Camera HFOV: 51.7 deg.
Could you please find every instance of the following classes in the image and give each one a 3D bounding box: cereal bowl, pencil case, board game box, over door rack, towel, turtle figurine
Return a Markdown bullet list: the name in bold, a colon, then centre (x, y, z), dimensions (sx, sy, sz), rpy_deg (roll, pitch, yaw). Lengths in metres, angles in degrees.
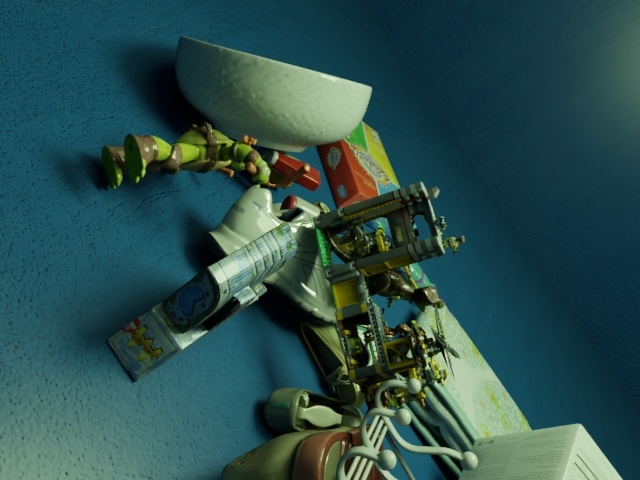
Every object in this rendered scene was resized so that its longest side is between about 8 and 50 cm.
- **cereal bowl**: centre (-0.087, -0.238, 1.134), dimensions (0.339, 0.141, 0.339), rpy_deg (13, 13, -3)
- **pencil case**: centre (0.189, 0.061, 1.456), dimensions (0.151, 0.064, 0.070), rpy_deg (54, 41, -6)
- **board game box**: centre (-0.135, 0.076, 0.761), dimensions (0.060, 0.194, 0.194), rpy_deg (55, 39, 0)
- **board game box**: centre (0.093, -0.174, 1.569), dimensions (0.242, 0.064, 0.316), rpy_deg (25, 38, -48)
- **over door rack**: centre (0.126, 0.328, 0.698), dimensions (0.239, 0.108, 0.324), rpy_deg (-18, 90, -74)
- **towel**: centre (0.283, 0.325, 1.284), dimensions (0.374, 0.090, 0.320), rpy_deg (55, 22, -3)
- **turtle figurine**: centre (-0.161, -0.114, 0.882), dimensions (0.217, 0.269, 0.087), rpy_deg (-10, 106, -42)

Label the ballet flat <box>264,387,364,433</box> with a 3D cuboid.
- **ballet flat**: centre (0.014, 0.249, 0.902), dimensions (0.213, 0.068, 0.072), rpy_deg (28, 62, -44)

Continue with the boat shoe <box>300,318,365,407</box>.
- **boat shoe**: centre (0.017, 0.189, 1.011), dimensions (0.048, 0.056, 0.153), rpy_deg (2, 56, -49)

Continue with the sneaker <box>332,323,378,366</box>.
- **sneaker**: centre (0.051, 0.148, 1.111), dimensions (0.161, 0.057, 0.075), rpy_deg (60, 19, 3)

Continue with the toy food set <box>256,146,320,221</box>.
- **toy food set**: centre (-0.073, -0.085, 1.119), dimensions (0.104, 0.111, 0.232), rpy_deg (27, 37, -26)

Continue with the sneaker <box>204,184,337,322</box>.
- **sneaker**: centre (-0.030, 0.029, 0.995), dimensions (0.297, 0.129, 0.111), rpy_deg (37, -6, -39)

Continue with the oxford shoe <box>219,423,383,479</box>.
- **oxford shoe**: centre (-0.003, 0.278, 0.793), dimensions (0.348, 0.130, 0.123), rpy_deg (52, 37, -61)

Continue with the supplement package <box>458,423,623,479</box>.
- **supplement package**: centre (0.318, 0.446, 0.974), dimensions (0.198, 0.199, 0.262), rpy_deg (52, 46, -10)

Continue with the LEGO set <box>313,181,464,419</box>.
- **LEGO set**: centre (0.132, 0.076, 0.953), dimensions (0.255, 0.192, 0.331), rpy_deg (51, 25, -55)

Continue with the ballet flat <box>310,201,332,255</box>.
- **ballet flat**: centre (0.000, 0.000, 1.198), dimensions (0.084, 0.058, 0.250), rpy_deg (47, 26, -20)
